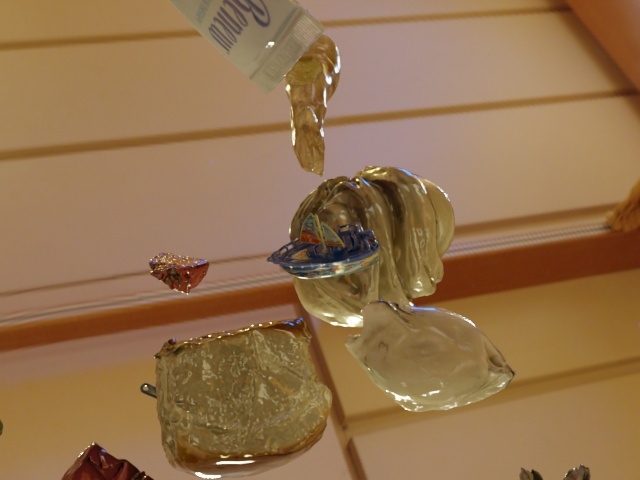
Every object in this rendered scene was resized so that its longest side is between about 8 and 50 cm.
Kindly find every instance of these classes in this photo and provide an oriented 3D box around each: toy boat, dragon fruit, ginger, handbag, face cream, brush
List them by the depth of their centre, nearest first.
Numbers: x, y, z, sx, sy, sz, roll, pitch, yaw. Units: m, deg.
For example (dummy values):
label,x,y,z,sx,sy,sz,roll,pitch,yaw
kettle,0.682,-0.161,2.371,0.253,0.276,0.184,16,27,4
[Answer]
label,x,y,z,sx,sy,sz,roll,pitch,yaw
face cream,-0.170,-0.347,0.883,0.420,0.235,0.137,46,-109,-8
handbag,-0.336,0.406,1.143,0.135,0.146,0.225,33,-141,3
ginger,-0.016,-0.203,1.214,0.086,0.131,0.294,9,-136,-6
toy boat,0.000,0.000,1.251,0.175,0.110,0.091,-14,-144,-3
brush,-0.256,0.302,1.504,0.164,0.014,0.051,26,-130,-11
dragon fruit,-0.267,0.069,1.505,0.097,0.063,0.131,12,-168,4

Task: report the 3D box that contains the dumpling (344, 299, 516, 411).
label,x,y,z,sx,sy,sz,roll,pitch,yaw
dumpling,0.115,0.135,0.913,0.199,0.136,0.118,33,-136,-14

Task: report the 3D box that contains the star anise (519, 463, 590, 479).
label,x,y,z,sx,sy,sz,roll,pitch,yaw
star anise,0.290,0.371,1.023,0.181,0.204,0.061,15,-175,23

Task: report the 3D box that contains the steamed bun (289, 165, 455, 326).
label,x,y,z,sx,sy,sz,roll,pitch,yaw
steamed bun,0.081,-0.010,1.651,0.247,0.352,0.339,37,-118,-36

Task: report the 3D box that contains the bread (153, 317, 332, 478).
label,x,y,z,sx,sy,sz,roll,pitch,yaw
bread,-0.128,0.253,1.272,0.250,0.279,0.224,-9,-102,-17

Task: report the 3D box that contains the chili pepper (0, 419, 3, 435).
label,x,y,z,sx,sy,sz,roll,pitch,yaw
chili pepper,-0.659,0.332,1.442,0.182,0.050,0.073,-7,-152,-19
